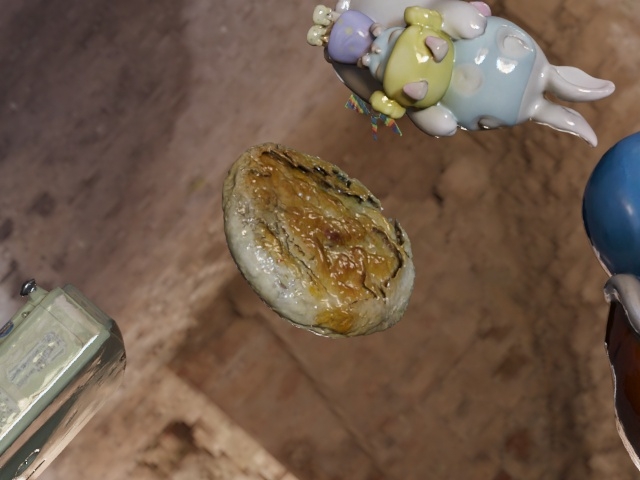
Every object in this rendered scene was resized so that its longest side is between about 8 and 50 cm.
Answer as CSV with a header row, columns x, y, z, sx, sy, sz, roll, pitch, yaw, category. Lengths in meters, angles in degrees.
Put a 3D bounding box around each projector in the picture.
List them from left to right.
x,y,z,sx,sy,sz,roll,pitch,yaw,category
-0.254,0.139,1.240,0.193,0.088,0.269,-48,175,-15,projector

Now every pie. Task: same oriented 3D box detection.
x,y,z,sx,sy,sz,roll,pitch,yaw,category
0.000,0.000,1.686,0.055,0.274,0.274,-43,178,37,pie

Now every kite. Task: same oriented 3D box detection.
x,y,z,sx,sy,sz,roll,pitch,yaw,category
0.062,-0.156,1.718,0.004,0.090,0.122,-21,151,30,kite

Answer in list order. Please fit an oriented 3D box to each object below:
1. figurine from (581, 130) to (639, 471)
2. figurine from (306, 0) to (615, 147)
x,y,z,sx,sy,sz,roll,pitch,yaw,category
0.307,0.115,1.036,0.243,0.416,0.298,-9,165,43,figurine
0.119,-0.147,1.246,0.155,0.235,0.127,16,99,-50,figurine
